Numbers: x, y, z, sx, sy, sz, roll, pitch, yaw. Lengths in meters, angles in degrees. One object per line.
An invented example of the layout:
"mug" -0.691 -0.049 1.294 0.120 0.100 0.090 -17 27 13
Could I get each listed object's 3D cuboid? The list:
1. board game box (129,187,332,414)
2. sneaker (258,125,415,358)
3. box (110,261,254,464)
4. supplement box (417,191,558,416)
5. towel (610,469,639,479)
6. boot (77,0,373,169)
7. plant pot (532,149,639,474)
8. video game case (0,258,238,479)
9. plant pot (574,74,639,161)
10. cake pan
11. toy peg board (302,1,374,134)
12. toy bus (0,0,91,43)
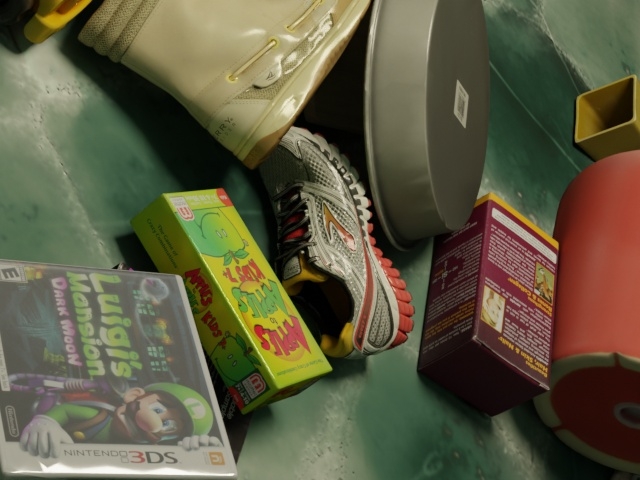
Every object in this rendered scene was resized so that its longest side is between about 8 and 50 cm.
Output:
"board game box" -0.071 0.045 1.207 0.181 0.043 0.092 58 25 11
"sneaker" 0.000 0.000 1.315 0.093 0.088 0.225 -20 79 -43
"box" -0.120 0.109 1.159 0.162 0.029 0.116 41 43 -22
"supplement box" 0.167 0.062 1.461 0.104 0.081 0.188 34 45 -24
"towel" 0.469 0.288 1.682 0.332 0.053 0.317 53 39 -11
"boot" -0.074 -0.210 1.311 0.203 0.095 0.262 34 58 -5
"plant pot" 0.341 0.087 1.518 0.275 0.275 0.243 43 50 -21
"video game case" -0.159 0.093 1.059 0.173 0.022 0.190 6 44 -30
"plant pot" 0.366 -0.135 1.813 0.083 0.081 0.081 46 39 -34
"cake pan" 0.108 -0.135 1.413 0.293 0.054 0.293 3 90 -71
"toy peg board" 0.020 -0.178 1.474 0.161 0.079 0.161 8 77 -45
"toy bus" -0.217 -0.298 1.163 0.220 0.211 0.149 49 38 -17
